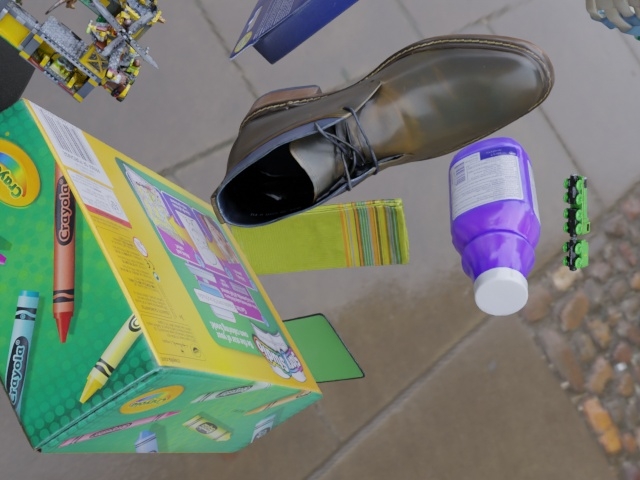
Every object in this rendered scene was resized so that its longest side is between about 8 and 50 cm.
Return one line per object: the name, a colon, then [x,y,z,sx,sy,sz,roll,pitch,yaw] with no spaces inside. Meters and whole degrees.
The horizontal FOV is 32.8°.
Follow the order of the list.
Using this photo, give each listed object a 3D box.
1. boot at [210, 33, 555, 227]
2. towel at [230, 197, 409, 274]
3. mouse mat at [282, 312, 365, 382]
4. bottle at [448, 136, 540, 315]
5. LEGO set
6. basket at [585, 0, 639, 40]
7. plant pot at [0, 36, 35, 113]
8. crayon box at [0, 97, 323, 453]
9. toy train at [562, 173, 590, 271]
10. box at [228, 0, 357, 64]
boot: [0.033,-0.059,0.669,0.082,0.219,0.106,61,33,-26]
towel: [0.000,0.000,1.476,0.021,0.237,0.102,-82,164,-57]
mouse mat: [-0.014,0.205,2.031,0.007,0.189,0.153,-45,110,-36]
bottle: [0.232,-0.021,1.445,0.283,0.118,0.092,-86,151,-49]
LEGO set: [-0.309,-0.343,1.330,0.331,0.192,0.255,44,39,-14]
basket: [0.365,-0.222,0.834,0.288,0.255,0.201,-1,102,-3]
plant pot: [-0.588,-0.330,1.839,0.188,0.167,0.187,45,0,22]
crayon box: [-0.105,0.039,0.659,0.165,0.081,0.278,59,8,18]
toy train: [0.215,-0.016,0.907,0.023,0.017,0.083,-15,108,-42]
box: [0.006,-0.261,1.087,0.036,0.225,0.136,42,41,-23]
